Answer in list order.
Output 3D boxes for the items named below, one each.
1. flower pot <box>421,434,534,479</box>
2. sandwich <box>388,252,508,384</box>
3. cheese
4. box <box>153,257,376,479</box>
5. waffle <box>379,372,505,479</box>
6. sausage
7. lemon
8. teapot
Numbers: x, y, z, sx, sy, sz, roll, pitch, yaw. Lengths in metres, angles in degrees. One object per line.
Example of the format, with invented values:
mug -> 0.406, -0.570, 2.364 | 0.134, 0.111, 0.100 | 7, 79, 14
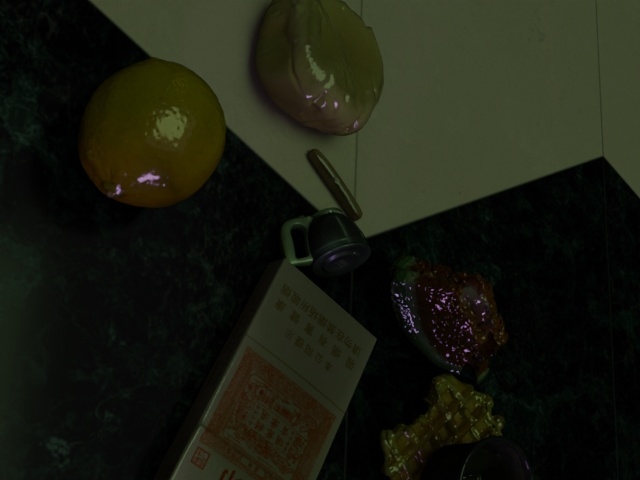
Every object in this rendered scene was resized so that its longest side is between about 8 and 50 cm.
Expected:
flower pot -> 0.224, 0.363, 1.363 | 0.157, 0.107, 0.157 | 4, 83, -36
sandwich -> 0.201, 0.132, 1.442 | 0.079, 0.159, 0.235 | -46, 121, -45
cheese -> 0.008, -0.277, 1.417 | 0.214, 0.117, 0.226 | 24, 60, -39
box -> -0.066, 0.228, 1.261 | 0.204, 0.051, 0.365 | 43, 56, -25
waffle -> 0.195, 0.338, 1.444 | 0.291, 0.051, 0.291 | 10, 73, -36
sausage -> 0.024, -0.087, 1.435 | 0.024, 0.024, 0.132 | -46, 109, -37
lemon -> -0.212, -0.129, 1.159 | 0.178, 0.178, 0.203 | 42, 55, -23
teapot -> 0.007, -0.005, 1.360 | 0.124, 0.092, 0.091 | 11, 48, -45
